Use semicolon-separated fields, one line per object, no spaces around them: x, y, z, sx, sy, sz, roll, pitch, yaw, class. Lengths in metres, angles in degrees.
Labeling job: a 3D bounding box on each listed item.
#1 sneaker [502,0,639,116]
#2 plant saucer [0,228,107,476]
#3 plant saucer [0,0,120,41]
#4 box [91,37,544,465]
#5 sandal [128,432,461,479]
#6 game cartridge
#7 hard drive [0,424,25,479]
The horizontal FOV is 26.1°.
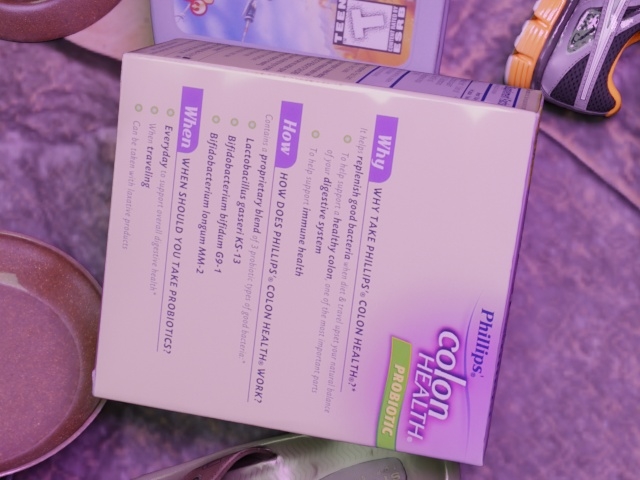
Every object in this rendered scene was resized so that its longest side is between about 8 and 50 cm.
0.205;-0.179;0.914;0.083;0.084;0.215;31;99;8;sneaker
-0.231;0.078;0.902;0.198;0.036;0.199;5;51;-6;plant saucer
-0.208;-0.227;0.995;0.168;0.029;0.169;-1;79;7;plant saucer
0.000;0.000;0.849;0.242;0.117;0.214;9;104;9;box
-0.058;0.184;0.872;0.302;0.086;0.120;-26;78;1;sandal
-0.010;-0.195;0.881;0.198;0.062;0.297;8;114;5;game cartridge
-0.312;0.213;0.911;0.172;0.054;0.255;25;82;10;hard drive
